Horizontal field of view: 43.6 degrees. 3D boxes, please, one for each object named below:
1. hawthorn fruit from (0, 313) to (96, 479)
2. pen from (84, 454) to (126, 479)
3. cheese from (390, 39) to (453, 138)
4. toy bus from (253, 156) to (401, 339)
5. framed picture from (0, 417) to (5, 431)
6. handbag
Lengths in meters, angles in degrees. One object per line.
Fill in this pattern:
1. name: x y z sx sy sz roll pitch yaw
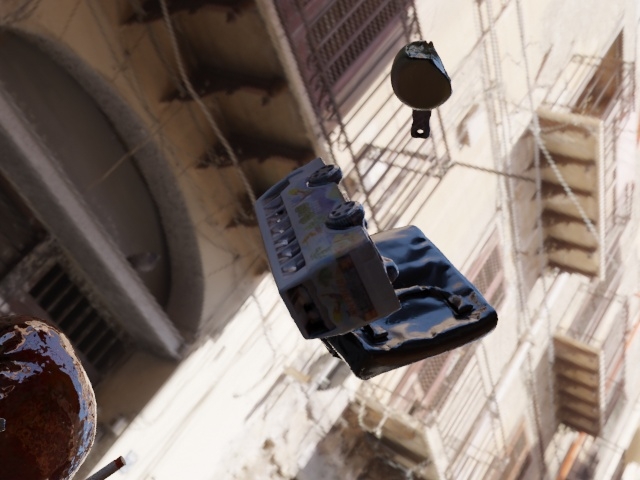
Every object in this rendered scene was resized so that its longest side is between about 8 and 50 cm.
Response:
1. hawthorn fruit: -0.441 0.260 1.140 0.254 0.254 0.300 26 -35 24
2. pen: -0.518 0.536 1.696 0.028 0.239 0.028 54 -7 9
3. cheese: 0.163 -0.229 1.237 0.092 0.047 0.171 -8 -47 23
4. toy bus: 0.000 0.000 1.005 0.109 0.136 0.330 61 2 -24
5. framed picture: -0.495 0.183 0.800 0.209 0.019 0.281 -16 -28 18
6. handbag: 0.101 0.089 1.199 0.244 0.275 0.088 48 -44 37
